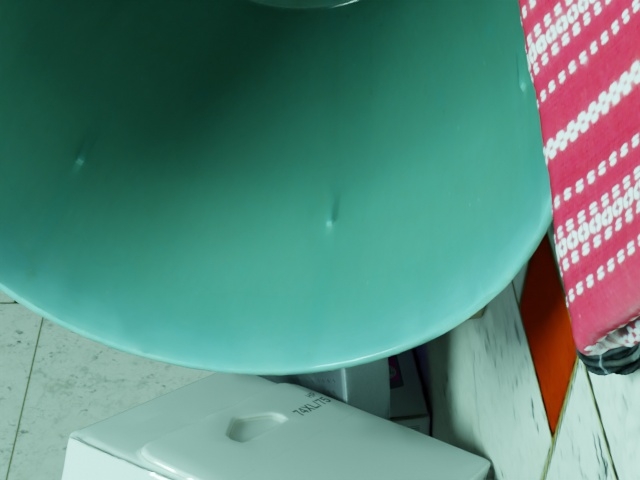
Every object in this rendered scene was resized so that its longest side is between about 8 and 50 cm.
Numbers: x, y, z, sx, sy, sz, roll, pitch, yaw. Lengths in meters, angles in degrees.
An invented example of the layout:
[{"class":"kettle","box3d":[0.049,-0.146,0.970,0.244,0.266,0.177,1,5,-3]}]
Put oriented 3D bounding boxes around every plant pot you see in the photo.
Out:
[{"class":"plant pot","box3d":[-0.032,-0.120,0.612,0.235,0.293,0.293,-80,-8,-46]}]

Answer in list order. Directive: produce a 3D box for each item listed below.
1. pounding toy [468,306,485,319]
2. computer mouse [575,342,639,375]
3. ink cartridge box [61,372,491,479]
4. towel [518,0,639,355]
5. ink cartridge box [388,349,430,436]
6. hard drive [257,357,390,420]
[{"class":"pounding toy","box3d":[-0.005,0.009,0.777,0.094,0.206,0.181,92,172,-61]},{"class":"computer mouse","box3d":[0.102,-0.022,0.424,0.242,0.041,0.071,90,173,-54]},{"class":"ink cartridge box","box3d":[-0.044,0.246,0.795,0.198,0.197,0.270,-15,-60,-64]},{"class":"towel","box3d":[0.083,-0.132,0.304,0.199,0.031,0.275,128,139,-62]},{"class":"ink cartridge box","box3d":[0.041,0.107,1.239,0.371,0.069,0.176,-105,9,-53]},{"class":"hard drive","box3d":[-0.015,0.089,0.955,0.172,0.054,0.255,43,150,35]}]
